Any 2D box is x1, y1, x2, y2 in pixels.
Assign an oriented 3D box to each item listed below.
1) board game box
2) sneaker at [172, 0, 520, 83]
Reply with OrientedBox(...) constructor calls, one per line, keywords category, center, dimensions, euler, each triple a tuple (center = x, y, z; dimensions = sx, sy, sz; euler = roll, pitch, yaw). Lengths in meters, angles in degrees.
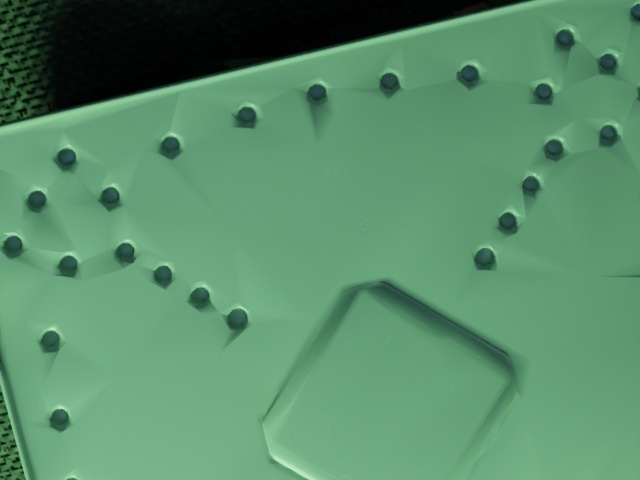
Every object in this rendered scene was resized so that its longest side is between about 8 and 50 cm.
OrientedBox(category="board game box", center=(0.035, 0.086, 1.006), dimensions=(0.390, 0.050, 0.390), euler=(-14, 100, -4))
OrientedBox(category="sneaker", center=(0.071, -0.114, 1.062), dimensions=(0.319, 0.112, 0.131), euler=(0, 101, -4))
